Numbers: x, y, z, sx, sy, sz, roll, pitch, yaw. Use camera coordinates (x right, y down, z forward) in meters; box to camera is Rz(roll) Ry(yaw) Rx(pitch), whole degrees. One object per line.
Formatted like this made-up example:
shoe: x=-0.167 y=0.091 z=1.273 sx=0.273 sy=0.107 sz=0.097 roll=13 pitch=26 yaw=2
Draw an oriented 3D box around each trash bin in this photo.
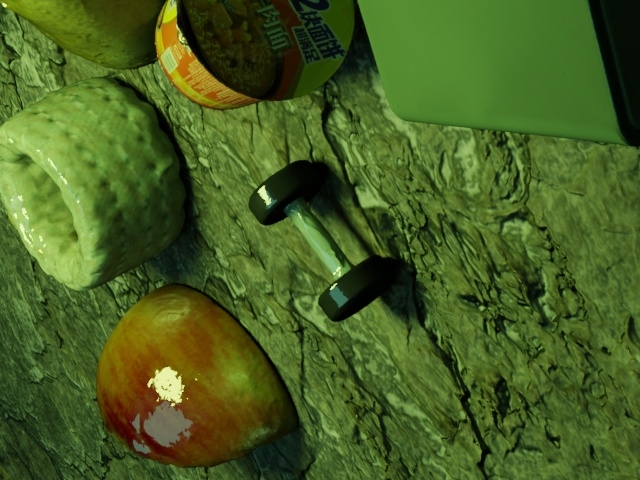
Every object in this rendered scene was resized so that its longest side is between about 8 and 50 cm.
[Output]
trash bin: x=0.194 y=-0.215 z=1.396 sx=0.343 sy=0.158 sz=0.223 roll=9 pitch=121 yaw=58

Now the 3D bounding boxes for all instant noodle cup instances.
instant noodle cup: x=-0.091 y=-0.245 z=1.737 sx=0.213 sy=0.213 sz=0.174 roll=63 pitch=156 yaw=-4

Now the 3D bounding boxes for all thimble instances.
thimble: x=-0.346 y=-0.087 z=2.218 sx=0.291 sy=0.195 sz=0.291 roll=33 pitch=139 yaw=34

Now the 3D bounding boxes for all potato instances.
potato: x=-0.291 y=-0.351 z=1.829 sx=0.270 sy=0.219 sz=0.359 roll=53 pitch=-171 yaw=21

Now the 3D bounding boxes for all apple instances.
apple: x=-0.203 y=0.208 z=2.295 sx=0.346 sy=0.179 sz=0.254 roll=31 pitch=100 yaw=38

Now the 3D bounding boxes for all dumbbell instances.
dumbbell: x=0.000 y=0.000 z=1.889 sx=0.191 sy=0.100 sz=0.100 roll=54 pitch=148 yaw=13
